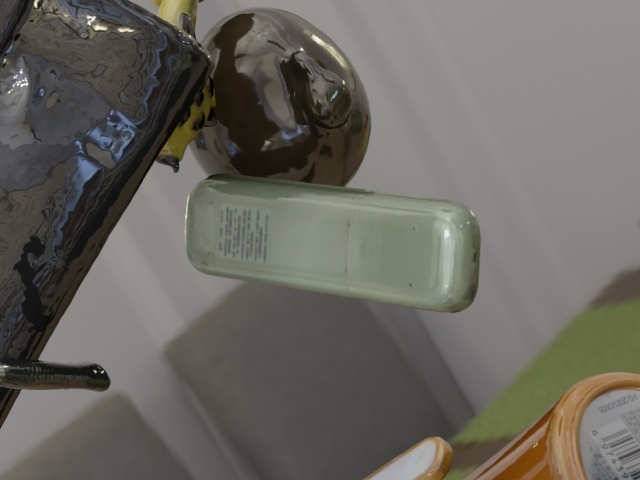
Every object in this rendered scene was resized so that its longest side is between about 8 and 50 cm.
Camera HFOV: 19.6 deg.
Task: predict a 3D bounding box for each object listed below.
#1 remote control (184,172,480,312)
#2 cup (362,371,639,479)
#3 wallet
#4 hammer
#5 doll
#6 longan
[{"bbox_3d":[0.000,-0.001,1.465,0.309,0.090,0.038,7,6,44],"label":"remote control"},{"bbox_3d":[0.099,0.186,1.009,0.182,0.226,0.264,-85,22,-43],"label":"cup"},{"bbox_3d":[-0.270,-0.018,1.344,0.406,0.228,0.062,-59,3,7],"label":"wallet"},{"bbox_3d":[-0.208,0.084,1.224,0.029,0.103,0.246,-44,-17,13],"label":"hammer"},{"bbox_3d":[-0.122,-0.195,1.561,0.086,0.117,0.291,-15,55,35],"label":"doll"},{"bbox_3d":[-0.035,-0.114,1.616,0.159,0.185,0.204,-33,14,-25],"label":"longan"}]
